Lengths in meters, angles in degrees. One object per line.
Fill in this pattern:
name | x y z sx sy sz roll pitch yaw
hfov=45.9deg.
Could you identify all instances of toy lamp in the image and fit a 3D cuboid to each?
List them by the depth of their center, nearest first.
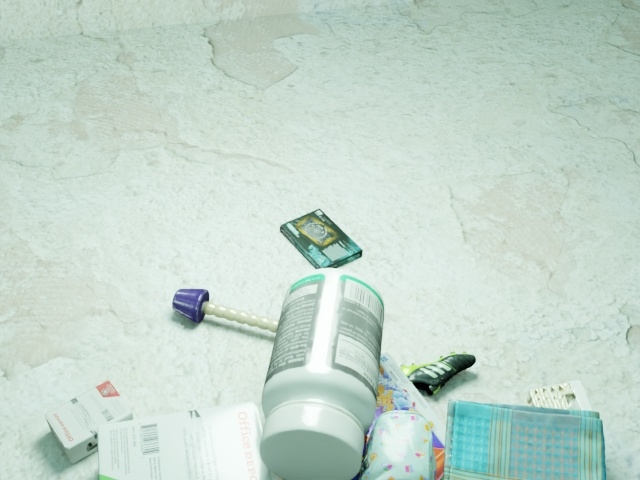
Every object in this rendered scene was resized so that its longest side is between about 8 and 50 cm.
toy lamp | -0.189 0.161 1.652 0.274 0.080 0.080 12 43 8

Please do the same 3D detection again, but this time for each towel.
towel | 0.338 0.452 1.261 0.271 0.040 0.370 3 60 12

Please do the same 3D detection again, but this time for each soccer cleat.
soccer cleat | 0.246 0.282 1.579 0.178 0.060 0.072 -12 54 -9

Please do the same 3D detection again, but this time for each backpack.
backpack | 0.138 0.385 1.290 0.151 0.115 0.182 8 43 5

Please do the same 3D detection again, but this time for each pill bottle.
pill bottle | 0.005 0.240 1.370 0.204 0.204 0.361 8 43 4

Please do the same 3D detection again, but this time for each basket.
basket | 0.444 0.358 1.429 0.103 0.167 0.113 -4 43 -2

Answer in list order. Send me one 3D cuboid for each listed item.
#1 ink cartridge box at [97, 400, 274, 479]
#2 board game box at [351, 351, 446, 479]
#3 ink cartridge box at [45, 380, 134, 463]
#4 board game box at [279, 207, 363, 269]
ink cartridge box | -0.236 0.420 1.332 0.289 0.122 0.211 -6 44 -12
board game box | 0.121 0.395 1.423 0.233 0.078 0.347 -20 48 -24
ink cartridge box | -0.439 0.346 1.444 0.135 0.056 0.099 -26 50 -30
board game box | 0.000 0.000 1.882 0.126 0.026 0.186 -23 49 -27
